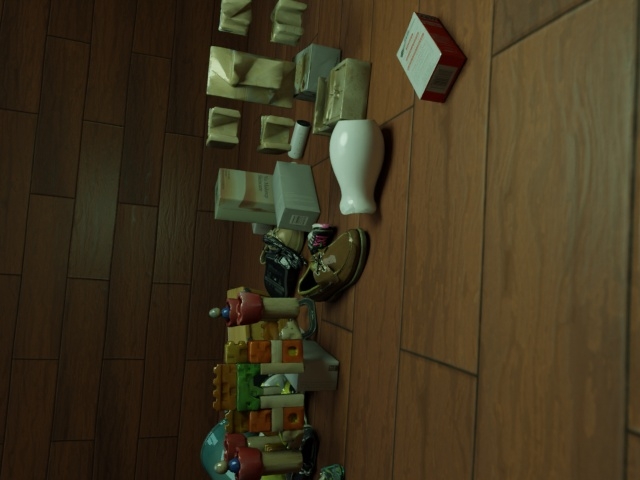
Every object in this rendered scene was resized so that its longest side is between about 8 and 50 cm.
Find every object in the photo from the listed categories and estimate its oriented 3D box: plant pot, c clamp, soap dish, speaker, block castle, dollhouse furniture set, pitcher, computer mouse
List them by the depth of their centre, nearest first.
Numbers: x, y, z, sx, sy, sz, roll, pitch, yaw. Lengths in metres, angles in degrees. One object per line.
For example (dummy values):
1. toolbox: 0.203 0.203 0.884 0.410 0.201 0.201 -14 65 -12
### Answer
1. pitcher: 0.085 -0.177 1.150 0.178 0.126 0.207 -95 3 -76
2. block castle: -0.184 0.369 1.277 0.303 0.213 0.452 149 122 -69
3. dollhouse furniture set: -0.101 -0.407 1.307 0.256 0.395 0.361 -166 81 -72
4. c clamp: -0.072 0.243 1.526 0.022 0.137 0.160 49 -159 -47
5. plant pot: -0.231 0.763 1.645 0.255 0.272 0.271 29 113 54
6. computer mouse: -0.130 0.105 1.729 0.189 0.072 0.272 34 136 22
7. speaker: -0.077 -0.365 1.767 0.055 0.055 0.136 -106 27 -48
8. soap dish: -0.218 0.310 1.769 0.118 0.229 0.290 -48 38 35

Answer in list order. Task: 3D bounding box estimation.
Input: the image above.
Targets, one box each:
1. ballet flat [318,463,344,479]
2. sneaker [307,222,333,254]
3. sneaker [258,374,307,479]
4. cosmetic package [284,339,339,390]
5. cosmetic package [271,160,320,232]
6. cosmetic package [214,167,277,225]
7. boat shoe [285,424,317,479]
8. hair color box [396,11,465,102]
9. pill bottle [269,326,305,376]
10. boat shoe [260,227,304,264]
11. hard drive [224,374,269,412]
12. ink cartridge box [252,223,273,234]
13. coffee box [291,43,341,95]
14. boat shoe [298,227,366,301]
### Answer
1. ballet flat: 0.014 0.642 1.206 0.070 0.070 0.188 -164 80 -72
2. sneaker: 0.000 0.000 1.428 0.170 0.063 0.074 129 143 -68
3. sneaker: -0.112 0.609 1.484 0.147 0.145 0.384 -9 85 53
4. cosmetic package: -0.041 0.346 1.372 0.231 0.118 0.085 -164 78 -73
5. cosmetic package: -0.086 -0.150 1.626 0.237 0.127 0.107 -101 24 -44
6. cosmetic package: -0.234 -0.157 1.804 0.129 0.296 0.153 119 149 -49
7. boat shoe: -0.051 0.635 1.390 0.065 0.075 0.206 -163 83 -75
8. hair color box: 0.202 -0.344 0.916 0.093 0.054 0.167 112 154 -44
9. pill bottle: -0.109 0.363 1.583 0.108 0.108 0.193 -103 25 -44
10. boat shoe: -0.141 0.012 1.768 0.341 0.110 0.121 121 149 -53
11. hard drive: -0.203 0.489 1.599 0.054 0.255 0.171 -43 52 35
12. ink cartridge box: -0.249 -0.146 2.182 0.148 0.086 0.203 -108 30 -50
13. coffee box: -0.025 -0.534 1.583 0.246 0.098 0.141 -150 67 -70
14. boat shoe: 0.024 0.076 1.260 0.307 0.105 0.110 117 152 -48
